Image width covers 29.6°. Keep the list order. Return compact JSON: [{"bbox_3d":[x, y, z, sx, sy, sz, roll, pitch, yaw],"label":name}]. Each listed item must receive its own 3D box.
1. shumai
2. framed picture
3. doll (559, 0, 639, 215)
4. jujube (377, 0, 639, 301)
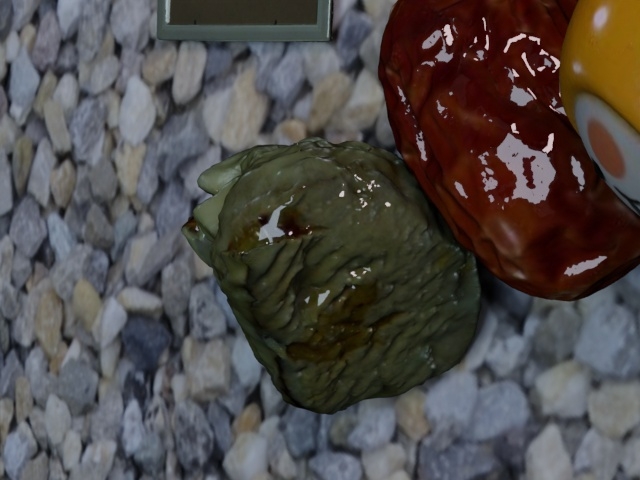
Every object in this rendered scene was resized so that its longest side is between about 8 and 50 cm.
[{"bbox_3d":[0.000,0.001,0.969,0.218,0.189,0.256,55,165,46],"label":"shumai"},{"bbox_3d":[-0.065,-0.312,1.075,0.217,0.017,0.274,10,101,37],"label":"framed picture"},{"bbox_3d":[0.223,-0.111,0.686,0.236,0.213,0.213,54,126,46],"label":"doll"},{"bbox_3d":[0.139,-0.080,0.838,0.174,0.174,0.250,-38,71,35],"label":"jujube"}]
